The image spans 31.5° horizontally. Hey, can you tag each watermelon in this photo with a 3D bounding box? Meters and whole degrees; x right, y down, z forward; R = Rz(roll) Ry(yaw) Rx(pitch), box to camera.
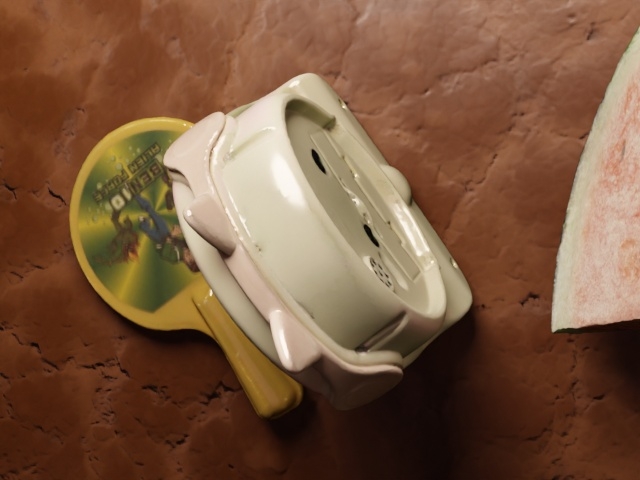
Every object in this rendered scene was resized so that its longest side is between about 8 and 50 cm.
[{"bbox_3d":[0.327,0.010,0.872,0.283,0.293,0.250,17,134,11],"label":"watermelon"}]

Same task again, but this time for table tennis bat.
[{"bbox_3d":[-0.118,0.030,1.095,0.198,0.050,0.321,-34,86,16],"label":"table tennis bat"}]

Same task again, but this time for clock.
[{"bbox_3d":[0.000,0.000,0.906,0.108,0.324,0.265,-34,91,18],"label":"clock"}]
